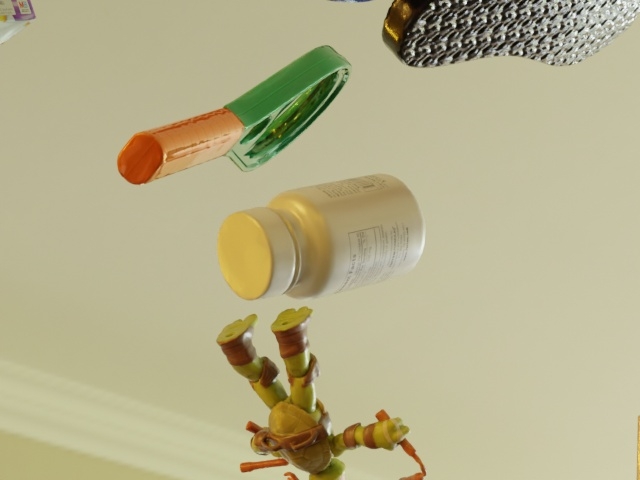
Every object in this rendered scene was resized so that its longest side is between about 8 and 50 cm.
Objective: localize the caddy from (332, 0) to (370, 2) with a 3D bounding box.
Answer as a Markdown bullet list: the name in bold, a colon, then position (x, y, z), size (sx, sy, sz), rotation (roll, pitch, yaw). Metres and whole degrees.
- **caddy**: position (0.000, -0.412, 1.393), size (0.241, 0.341, 0.179), rotation (-45, -28, -16)

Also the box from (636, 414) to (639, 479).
- **box**: position (0.386, 0.351, 1.448), size (0.067, 0.324, 0.063), rotation (-3, 5, -33)

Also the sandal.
- **sandal**: position (0.244, -0.305, 1.634), size (0.446, 0.107, 0.167), rotation (-8, -39, -41)

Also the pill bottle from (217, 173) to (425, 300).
- **pill bottle**: position (0.000, 0.000, 1.550), size (0.229, 0.131, 0.131), rotation (-12, -27, -40)

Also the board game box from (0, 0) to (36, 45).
- **board game box**: position (-0.506, -0.387, 1.743), size (0.144, 0.275, 0.142), rotation (-22, -4, 43)

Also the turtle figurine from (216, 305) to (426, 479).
- **turtle figurine**: position (-0.031, 0.182, 1.370), size (0.269, 0.087, 0.217), rotation (-8, -68, 46)

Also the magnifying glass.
- **magnifying glass**: position (-0.045, -0.066, 0.749), size (0.092, 0.026, 0.231), rotation (-47, -5, 25)
